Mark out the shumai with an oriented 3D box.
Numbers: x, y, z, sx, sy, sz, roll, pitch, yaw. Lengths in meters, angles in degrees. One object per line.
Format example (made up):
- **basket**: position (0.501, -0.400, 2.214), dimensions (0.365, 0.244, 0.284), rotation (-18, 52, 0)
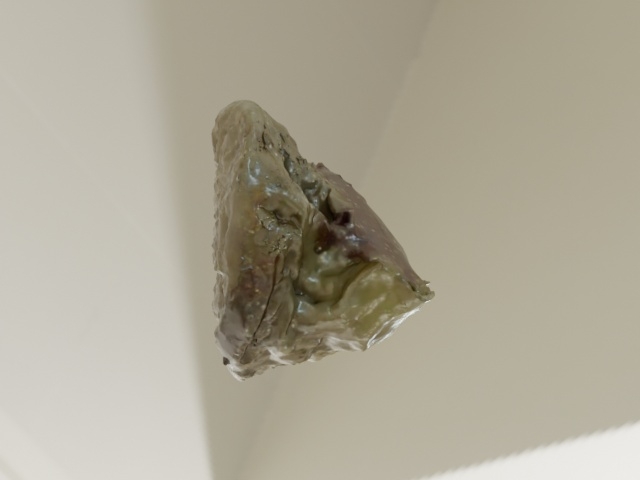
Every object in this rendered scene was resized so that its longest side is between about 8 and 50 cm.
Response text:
- **shumai**: position (-0.009, 0.005, 0.819), dimensions (0.139, 0.105, 0.123), rotation (124, -29, -52)
